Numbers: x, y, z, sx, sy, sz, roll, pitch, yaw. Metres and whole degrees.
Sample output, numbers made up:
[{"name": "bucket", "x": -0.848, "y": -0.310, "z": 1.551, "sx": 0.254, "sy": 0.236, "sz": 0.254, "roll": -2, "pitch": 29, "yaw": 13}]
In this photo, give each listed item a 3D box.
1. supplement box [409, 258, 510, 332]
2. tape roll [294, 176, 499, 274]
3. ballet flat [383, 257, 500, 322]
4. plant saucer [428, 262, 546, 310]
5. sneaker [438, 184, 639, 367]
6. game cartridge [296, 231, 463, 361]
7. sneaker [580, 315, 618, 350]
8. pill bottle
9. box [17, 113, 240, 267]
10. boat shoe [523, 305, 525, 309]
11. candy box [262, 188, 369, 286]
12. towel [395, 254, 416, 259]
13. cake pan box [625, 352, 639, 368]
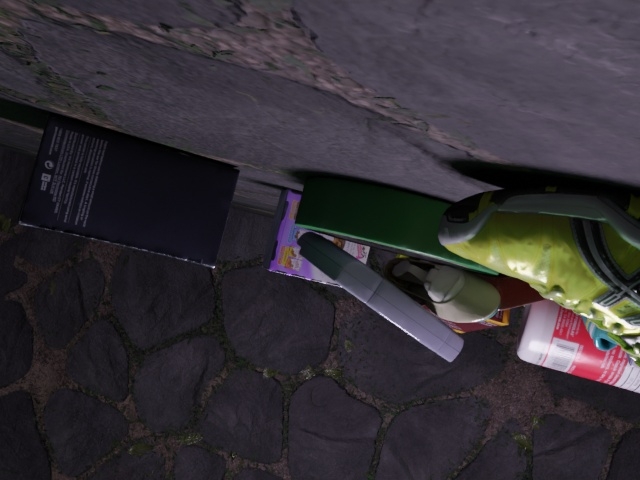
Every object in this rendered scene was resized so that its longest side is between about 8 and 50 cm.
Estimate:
[{"name": "supplement box", "x": 0.305, "y": 0.122, "z": 1.430, "sx": 0.192, "sy": 0.129, "sz": 0.194, "roll": 17, "pitch": 162, "yaw": -14}, {"name": "tape roll", "x": 0.123, "y": -0.020, "z": 0.958, "sx": 0.322, "sy": 0.077, "sz": 0.321, "roll": 14, "pitch": 178, "yaw": 0}, {"name": "ballet flat", "x": 0.183, "y": 0.071, "z": 1.005, "sx": 0.086, "sy": 0.086, "sz": 0.248, "roll": 15, "pitch": 180, "yaw": -27}, {"name": "plant saucer", "x": 0.332, "y": 0.056, "z": 1.099, "sx": 0.259, "sy": 0.047, "sz": 0.259, "roll": -9, "pitch": -172, "yaw": -22}, {"name": "sneaker", "x": 0.287, "y": 0.049, "z": 0.530, "sx": 0.385, "sy": 0.147, "sz": 0.145, "roll": 15, "pitch": -179, "yaw": 13}, {"name": "game cartridge", "x": 0.107, "y": 0.097, "z": 1.045, "sx": 0.297, "sy": 0.062, "sz": 0.198, "roll": 36, "pitch": 175, "yaw": -30}, {"name": "sneaker", "x": 0.490, "y": 0.111, "z": 0.938, "sx": 0.107, "sy": 0.109, "sz": 0.275, "roll": -11, "pitch": 167, "yaw": -7}, {"name": "pill bottle", "x": 0.645, "y": 0.197, "z": 1.307, "sx": 0.408, "sy": 0.228, "sz": 0.229, "roll": 14, "pitch": 179, "yaw": 15}, {"name": "box", "x": -0.352, "y": -0.084, "z": 1.138, "sx": 0.313, "sy": 0.178, "sz": 0.343, "roll": 16, "pitch": 179, "yaw": -22}, {"name": "boat shoe", "x": 0.647, "y": 0.216, "z": 1.663, "sx": 0.095, "sy": 0.095, "sz": 0.257, "roll": 3, "pitch": -178, "yaw": -25}, {"name": "candy box", "x": 0.000, "y": 0.000, "z": 1.247, "sx": 0.196, "sy": 0.164, "sz": 0.070, "roll": 15, "pitch": 179, "yaw": -17}, {"name": "towel", "x": 0.240, "y": 0.024, "z": 1.414, "sx": 0.102, "sy": 0.021, "sz": 0.237, "roll": 15, "pitch": 162, "yaw": 1}, {"name": "cake pan box", "x": 0.654, "y": 0.162, "z": 1.078, "sx": 0.267, "sy": 0.070, "sz": 0.245, "roll": 13, "pitch": -157, "yaw": 10}]
